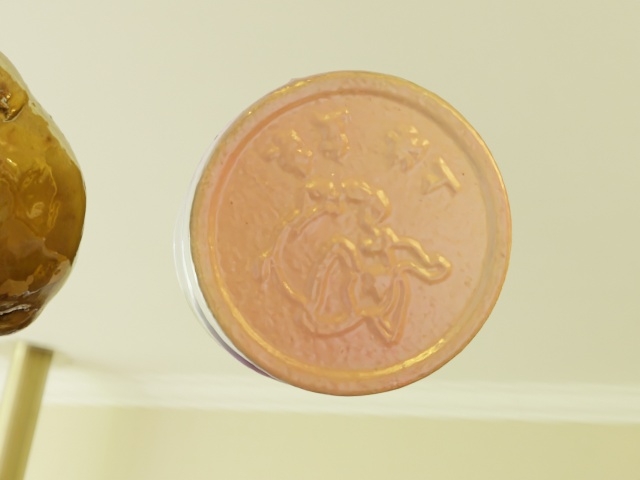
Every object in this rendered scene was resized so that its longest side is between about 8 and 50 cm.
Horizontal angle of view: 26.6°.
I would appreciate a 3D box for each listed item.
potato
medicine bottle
[{"bbox_3d":[-0.223,-0.033,0.804,0.154,0.137,0.200,13,-43,42],"label":"potato"},{"bbox_3d":[0.000,0.000,0.988,0.212,0.212,0.325,12,-4,-8],"label":"medicine bottle"}]
